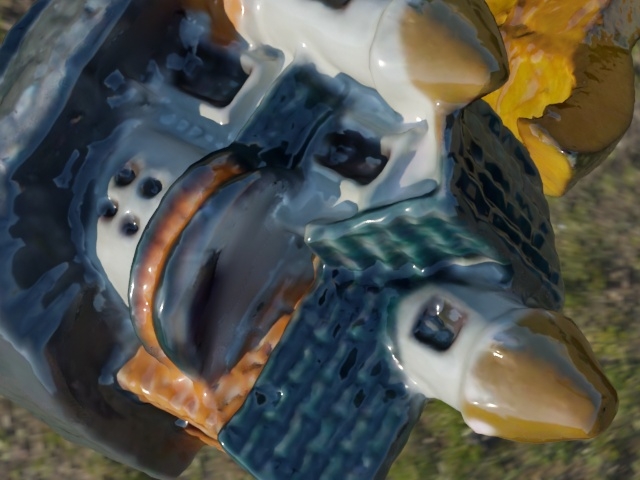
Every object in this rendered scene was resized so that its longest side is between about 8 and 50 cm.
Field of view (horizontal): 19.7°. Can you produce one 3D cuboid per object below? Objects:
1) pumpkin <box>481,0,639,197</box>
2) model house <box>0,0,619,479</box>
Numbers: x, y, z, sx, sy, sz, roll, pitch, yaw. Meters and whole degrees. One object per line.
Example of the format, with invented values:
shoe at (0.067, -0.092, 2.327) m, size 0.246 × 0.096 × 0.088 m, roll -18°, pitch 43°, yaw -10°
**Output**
pumpkin at (0.147, -0.134, 1.342) m, size 0.258 × 0.095 × 0.290 m, roll -16°, pitch 44°, yaw 50°
model house at (0.000, 0.000, 0.817) m, size 0.301 × 0.190 × 0.271 m, roll 26°, pitch 76°, yaw 42°
